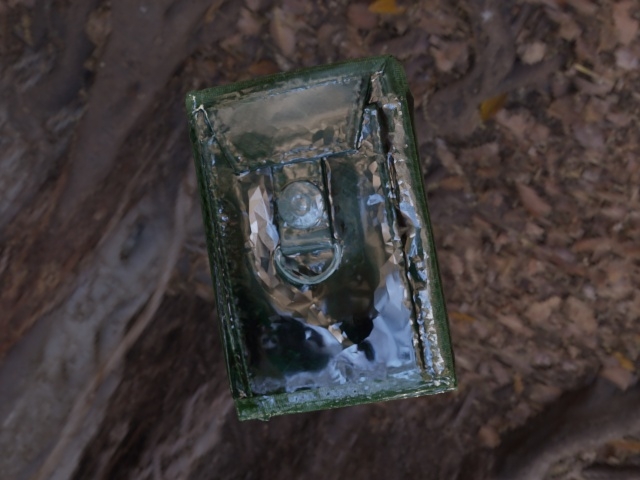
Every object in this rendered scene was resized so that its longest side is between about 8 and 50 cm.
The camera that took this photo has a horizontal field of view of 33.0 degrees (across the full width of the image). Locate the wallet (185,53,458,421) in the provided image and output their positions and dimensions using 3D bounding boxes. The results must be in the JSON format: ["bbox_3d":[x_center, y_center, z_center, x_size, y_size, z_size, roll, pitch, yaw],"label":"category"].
[{"bbox_3d":[0.000,0.000,0.747,0.160,0.236,0.055,-10,177,5],"label":"wallet"}]
